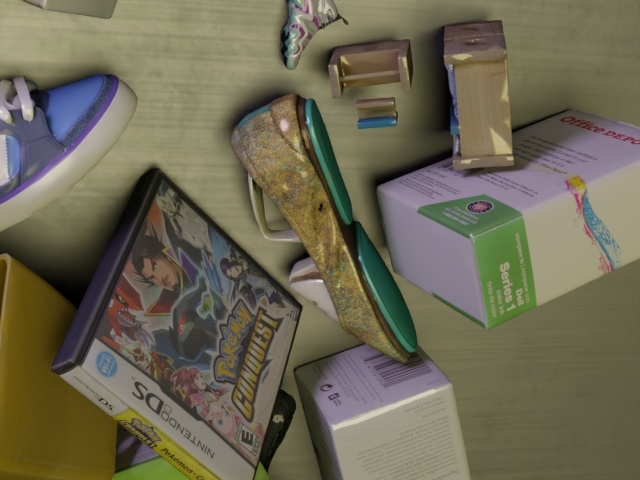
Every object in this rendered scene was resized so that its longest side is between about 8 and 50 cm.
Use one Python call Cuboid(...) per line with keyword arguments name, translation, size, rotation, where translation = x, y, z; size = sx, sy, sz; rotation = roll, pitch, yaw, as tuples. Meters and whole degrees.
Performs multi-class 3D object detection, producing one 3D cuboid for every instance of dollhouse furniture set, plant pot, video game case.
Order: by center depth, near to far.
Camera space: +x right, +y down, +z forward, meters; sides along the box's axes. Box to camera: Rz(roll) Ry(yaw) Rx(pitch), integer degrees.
Cuboid(name="plant pot", translation=(-0.319, 0.168, 1.170), size=(0.212, 0.212, 0.187), rotation=(-22, 145, 31))
Cuboid(name="video game case", translation=(-0.134, 0.098, 1.210), size=(0.035, 0.274, 0.248), rotation=(-25, 123, 35))
Cuboid(name="dollhouse furniture set", translation=(0.114, -0.158, 1.275), size=(0.184, 0.129, 0.129), rotation=(-4, 114, 9))

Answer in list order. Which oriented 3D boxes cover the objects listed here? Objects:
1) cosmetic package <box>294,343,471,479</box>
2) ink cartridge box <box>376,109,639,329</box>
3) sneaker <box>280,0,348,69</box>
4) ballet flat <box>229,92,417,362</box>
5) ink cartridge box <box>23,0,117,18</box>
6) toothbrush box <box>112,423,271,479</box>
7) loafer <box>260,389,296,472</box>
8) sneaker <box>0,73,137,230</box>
Cuboid(name="cosmetic package", translation=(0.076, 0.236, 1.380), size=(0.152, 0.151, 0.183), rotation=(-18, 113, -11))
Cuboid(name="ink cartridge box", translation=(0.235, -0.033, 1.281), size=(0.278, 0.201, 0.117), rotation=(-22, 115, -19))
Cuboid(name="sneaker", translation=(-0.004, -0.228, 1.238), size=(0.069, 0.038, 0.098), rotation=(2, 110, -19))
Cuboid(name="ballet flat", translation=(0.000, 0.000, 1.297), size=(0.123, 0.123, 0.348), rotation=(-29, 117, -6))
Cuboid(name="ink cartridge box", translation=(-0.221, -0.340, 1.023), size=(0.060, 0.239, 0.275), rotation=(25, 104, 13))
Cuboid(name="toothbrush box", translation=(-0.151, 0.335, 1.305), size=(0.206, 0.122, 0.283), rotation=(-21, 113, 18))
Cuboid(name="loafer", translation=(-0.100, 0.263, 1.384), size=(0.078, 0.076, 0.223), rotation=(27, 112, 12))
Cuboid(name="sneaker", translation=(-0.366, -0.123, 1.105), size=(0.323, 0.130, 0.236), rotation=(-34, 121, 2))
